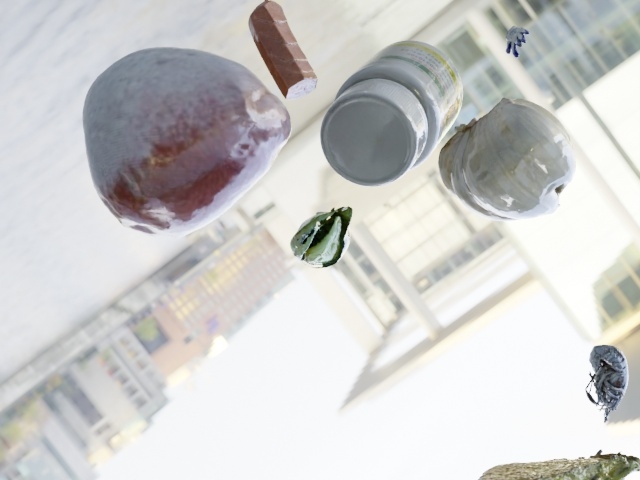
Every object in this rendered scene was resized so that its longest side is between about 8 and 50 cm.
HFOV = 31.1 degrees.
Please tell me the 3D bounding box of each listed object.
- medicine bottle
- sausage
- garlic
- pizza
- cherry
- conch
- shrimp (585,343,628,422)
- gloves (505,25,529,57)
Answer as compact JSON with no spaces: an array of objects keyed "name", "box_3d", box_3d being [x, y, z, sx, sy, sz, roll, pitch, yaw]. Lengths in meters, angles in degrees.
[{"name":"medicine bottle","box_3d":[0.133,-0.236,2.134,0.208,0.208,0.339,-36,-172,28]},{"name":"sausage","box_3d":[-0.065,-0.303,1.784,0.065,0.169,0.065,-24,162,-8]},{"name":"garlic","box_3d":[0.311,-0.112,1.902,0.184,0.203,0.281,-53,-169,-35]},{"name":"pizza","box_3d":[0.397,0.407,1.904,0.288,0.075,0.280,-12,177,13]},{"name":"cherry","box_3d":[-0.240,-0.182,1.924,0.335,0.326,0.291,-41,148,6]},{"name":"conch","box_3d":[-0.001,-0.003,1.772,0.095,0.079,0.201,-28,166,-9]},{"name":"shrimp","box_3d":[0.450,0.231,1.813,0.065,0.165,0.056,1,-149,2]},{"name":"gloves","box_3d":[0.412,-0.418,2.413,0.064,0.026,0.086,-61,-160,16]}]
